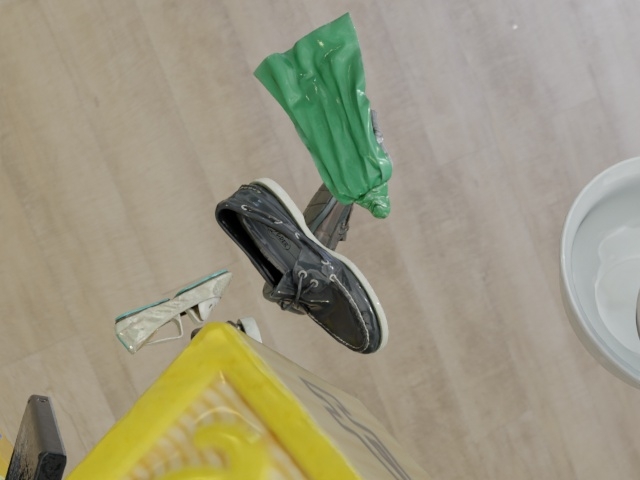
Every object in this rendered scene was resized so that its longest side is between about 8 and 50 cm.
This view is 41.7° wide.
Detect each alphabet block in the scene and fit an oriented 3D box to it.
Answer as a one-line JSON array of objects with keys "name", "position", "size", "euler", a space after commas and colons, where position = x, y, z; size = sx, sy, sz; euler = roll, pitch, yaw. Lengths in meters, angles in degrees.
[{"name": "alphabet block", "position": [-0.022, 0.192, 0.465], "size": [0.192, 0.193, 0.197], "euler": [-49, 148, 0]}]

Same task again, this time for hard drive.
[{"name": "hard drive", "position": [-0.240, 0.195, 0.699], "size": [0.022, 0.135, 0.094], "euler": [16, 93, -24]}]

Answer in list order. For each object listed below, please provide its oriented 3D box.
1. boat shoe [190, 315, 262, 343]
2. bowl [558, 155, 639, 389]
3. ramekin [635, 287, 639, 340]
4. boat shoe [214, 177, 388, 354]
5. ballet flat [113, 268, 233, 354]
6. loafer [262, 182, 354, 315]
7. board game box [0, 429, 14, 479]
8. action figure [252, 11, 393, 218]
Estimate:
[{"name": "boat shoe", "position": [-0.080, 0.186, 0.840], "size": [0.068, 0.081, 0.228], "euler": [-6, 58, -16]}, {"name": "bowl", "position": [0.398, 0.058, 0.966], "size": [0.297, 0.134, 0.298], "euler": [2, 67, -5]}, {"name": "ramekin", "position": [0.394, 0.046, 0.748], "size": [0.207, 0.207, 0.109], "euler": [-41, 141, -22]}, {"name": "boat shoe", "position": [-0.039, 0.047, 1.257], "size": [0.113, 0.127, 0.340], "euler": [-21, 67, -42]}, {"name": "ballet flat", "position": [-0.167, 0.088, 1.003], "size": [0.168, 0.057, 0.052], "euler": [-25, 82, -34]}, {"name": "loafer", "position": [0.000, 0.000, 1.419], "size": [0.084, 0.096, 0.268], "euler": [35, 80, -20]}, {"name": "board game box", "position": [-0.440, 0.400, 1.048], "size": [0.242, 0.064, 0.317], "euler": [-32, 111, -9]}, {"name": "action figure", "position": [0.025, -0.128, 0.969], "size": [0.063, 0.137, 0.232], "euler": [5, 59, -62]}]
